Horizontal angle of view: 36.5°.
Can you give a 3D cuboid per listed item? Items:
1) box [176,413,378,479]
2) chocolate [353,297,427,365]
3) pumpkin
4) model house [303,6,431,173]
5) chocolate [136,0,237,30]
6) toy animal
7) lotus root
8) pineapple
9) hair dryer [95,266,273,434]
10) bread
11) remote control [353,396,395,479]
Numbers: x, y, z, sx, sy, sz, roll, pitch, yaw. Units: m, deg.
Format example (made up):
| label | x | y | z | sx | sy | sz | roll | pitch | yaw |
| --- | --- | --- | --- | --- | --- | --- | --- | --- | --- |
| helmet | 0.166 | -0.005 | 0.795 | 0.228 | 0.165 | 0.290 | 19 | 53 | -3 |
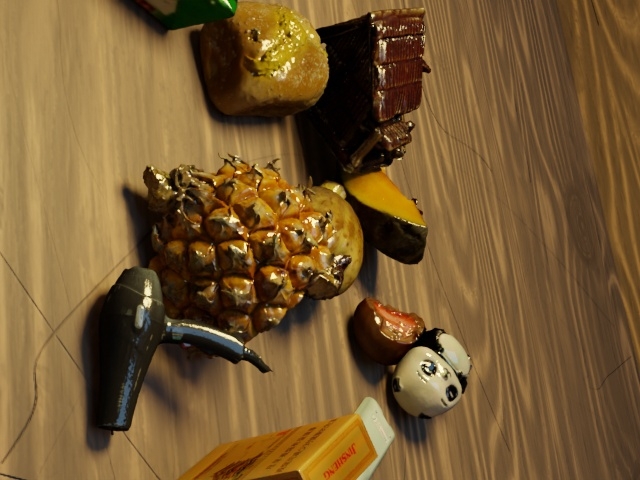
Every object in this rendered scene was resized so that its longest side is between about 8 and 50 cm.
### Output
| label | x | y | z | sx | sy | sz | roll | pitch | yaw |
| --- | --- | --- | --- | --- | --- | --- | --- | --- | --- |
| box | -0.078 | 0.334 | 1.366 | 0.174 | 0.274 | 0.076 | -29 | 97 | -56 |
| chocolate | 0.124 | 0.168 | 1.878 | 0.133 | 0.127 | 0.124 | 43 | -6 | 13 |
| pumpkin | 0.092 | -0.067 | 1.961 | 0.148 | 0.169 | 0.312 | 1 | 44 | -19 |
| model house | 0.131 | -0.324 | 1.901 | 0.297 | 0.282 | 0.317 | 45 | 34 | 23 |
| chocolate | -0.278 | -0.580 | 1.642 | 0.341 | 0.161 | 0.360 | 38 | 45 | -39 |
| toy animal | 0.227 | 0.280 | 1.947 | 0.166 | 0.138 | 0.179 | 49 | 31 | -3 |
| lotus root | 0.000 | 0.000 | 1.766 | 0.169 | 0.141 | 0.314 | 53 | 28 | -28 |
| pineapple | -0.128 | -0.022 | 1.478 | 0.286 | 0.209 | 0.344 | 49 | 55 | -26 |
| hair dryer | -0.188 | 0.173 | 1.389 | 0.271 | 0.091 | 0.236 | 13 | 68 | -19 |
| bread | -0.086 | -0.334 | 1.777 | 0.246 | 0.176 | 0.196 | -9 | 83 | -56 |
| remote control | 0.060 | 0.398 | 1.732 | 0.103 | 0.051 | 0.293 | 61 | 34 | -13 |
